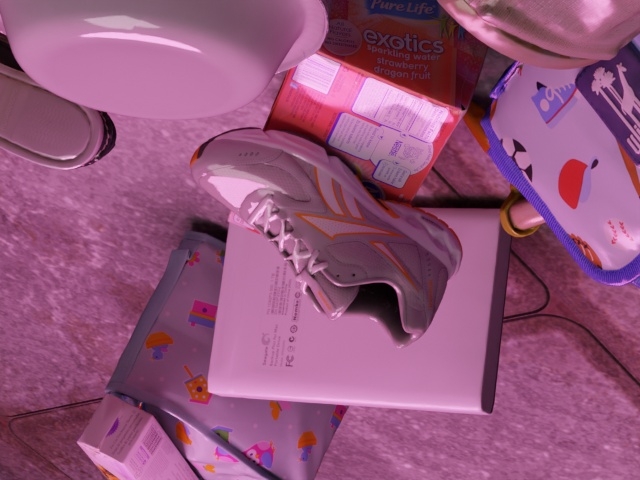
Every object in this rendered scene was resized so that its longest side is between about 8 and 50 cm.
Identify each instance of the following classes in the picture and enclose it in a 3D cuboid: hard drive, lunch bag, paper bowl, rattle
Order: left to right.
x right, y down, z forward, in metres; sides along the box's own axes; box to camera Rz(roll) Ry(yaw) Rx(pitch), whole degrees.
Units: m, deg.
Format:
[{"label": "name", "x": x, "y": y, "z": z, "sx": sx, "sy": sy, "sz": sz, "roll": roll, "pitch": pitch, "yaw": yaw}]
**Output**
[{"label": "paper bowl", "x": -0.132, "y": -0.191, "z": 1.407, "sx": 0.284, "sy": 0.148, "sz": 0.284, "roll": 5, "pitch": 163, "yaw": 2}, {"label": "lunch bag", "x": -0.102, "y": 0.144, "z": 2.016, "sx": 0.262, "sy": 0.223, "sz": 0.160, "roll": 40, "pitch": 152, "yaw": -27}, {"label": "hard drive", "x": 0.037, "y": 0.066, "z": 1.855, "sx": 0.308, "sy": 0.203, "sz": 0.040, "roll": 2, "pitch": 167, "yaw": 27}, {"label": "rattle", "x": 0.249, "y": -0.089, "z": 1.668, "sx": 0.200, "sy": 0.142, "sz": 0.130, "roll": -23, "pitch": 161, "yaw": 28}, {"label": "lunch bag", "x": 0.352, "y": -0.095, "z": 1.411, "sx": 0.385, "sy": 0.239, "sz": 0.328, "roll": 30, "pitch": 137, "yaw": -5}]

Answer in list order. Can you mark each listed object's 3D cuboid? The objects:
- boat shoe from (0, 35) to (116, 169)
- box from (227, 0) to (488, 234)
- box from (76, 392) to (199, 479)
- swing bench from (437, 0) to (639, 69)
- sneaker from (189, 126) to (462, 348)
[{"label": "boat shoe", "x": -0.347, "y": -0.156, "z": 1.840, "sx": 0.303, "sy": 0.114, "sz": 0.091, "roll": 32, "pitch": -173, "yaw": 6}, {"label": "box", "x": 0.035, "y": -0.114, "z": 1.647, "sx": 0.154, "sy": 0.142, "sz": 0.300, "roll": 23, "pitch": 147, "yaw": -2}, {"label": "box", "x": -0.176, "y": 0.270, "z": 1.995, "sx": 0.063, "sy": 0.067, "sz": 0.324, "roll": 23, "pitch": 159, "yaw": 25}, {"label": "swing bench", "x": 0.181, "y": -0.270, "z": 1.215, "sx": 0.253, "sy": 0.165, "sz": 0.254, "roll": -33, "pitch": 75, "yaw": 50}, {"label": "sneaker", "x": 0.000, "y": 0.000, "z": 1.587, "sx": 0.262, "sy": 0.121, "sz": 0.099, "roll": 27, "pitch": 146, "yaw": -11}]
